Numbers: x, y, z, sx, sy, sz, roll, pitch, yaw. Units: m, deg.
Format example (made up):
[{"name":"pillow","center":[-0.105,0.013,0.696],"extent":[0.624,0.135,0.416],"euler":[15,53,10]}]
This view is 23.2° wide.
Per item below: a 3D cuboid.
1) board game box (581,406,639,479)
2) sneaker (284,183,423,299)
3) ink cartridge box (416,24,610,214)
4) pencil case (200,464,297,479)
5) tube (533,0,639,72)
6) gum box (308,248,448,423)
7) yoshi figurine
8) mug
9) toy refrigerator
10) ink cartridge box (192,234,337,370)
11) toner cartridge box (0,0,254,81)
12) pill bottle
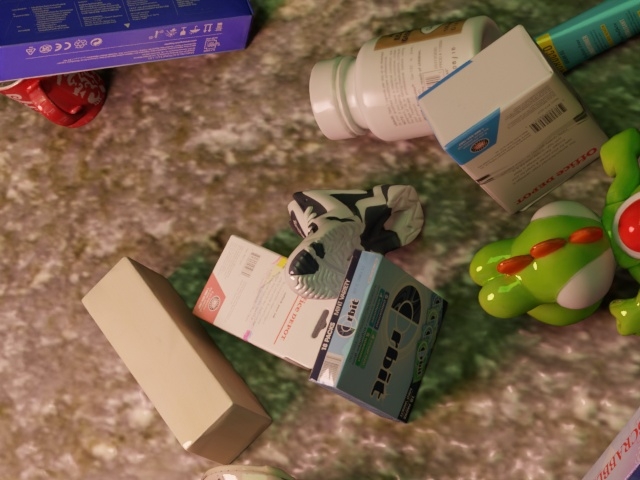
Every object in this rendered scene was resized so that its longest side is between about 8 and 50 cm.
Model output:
[{"name":"board game box","center":[0.448,0.193,1.408],"extent":[0.066,0.317,0.319],"euler":[-86,18,-49]},{"name":"sneaker","center":[0.000,0.000,1.870],"extent":[0.153,0.094,0.235],"euler":[0,31,41]},{"name":"ink cartridge box","center":[0.224,-0.134,1.781],"extent":[0.148,0.203,0.086],"euler":[-35,57,12]},{"name":"pencil case","center":[-0.077,0.465,1.748],"extent":[0.159,0.183,0.411],"euler":[4,72,0]},{"name":"tube","center":[0.315,-0.244,1.853],"extent":[0.207,0.080,0.052],"euler":[-27,43,13]},{"name":"gum box","center":[0.070,0.113,1.781],"extent":[0.041,0.184,0.157],"euler":[13,78,32]},{"name":"yoshi figurine","center":[0.345,-0.002,1.703],"extent":[0.362,0.203,0.204],"euler":[-19,36,12]},{"name":"mug","center":[-0.382,-0.212,2.155],"extent":[0.113,0.169,0.150],"euler":[-12,67,23]},{"name":"toy refrigerator","center":[-0.185,0.152,1.954],"extent":[0.094,0.102,0.269],"euler":[-45,58,7]},{"name":"ink cartridge box","center":[-0.047,0.083,1.926],"extent":[0.198,0.067,0.115],"euler":[24,84,34]},{"name":"toner cartridge box","center":[-0.279,-0.316,2.075],"extent":[0.347,0.075,0.165],"euler":[-10,58,-19]},{"name":"pill bottle","center":[0.110,-0.191,1.906],"extent":[0.229,0.131,0.131],"euler":[-8,68,26]}]
